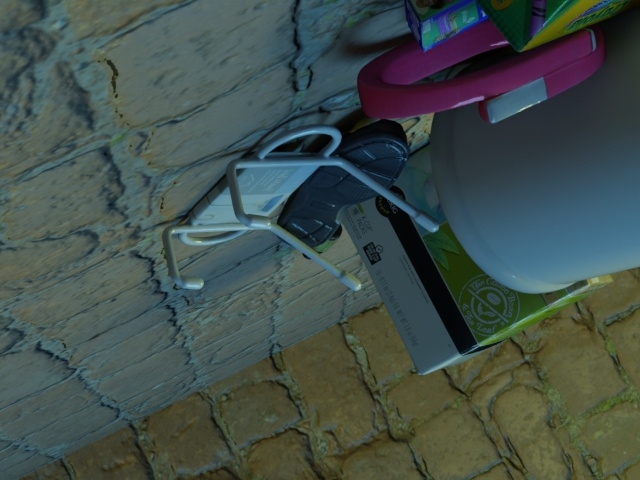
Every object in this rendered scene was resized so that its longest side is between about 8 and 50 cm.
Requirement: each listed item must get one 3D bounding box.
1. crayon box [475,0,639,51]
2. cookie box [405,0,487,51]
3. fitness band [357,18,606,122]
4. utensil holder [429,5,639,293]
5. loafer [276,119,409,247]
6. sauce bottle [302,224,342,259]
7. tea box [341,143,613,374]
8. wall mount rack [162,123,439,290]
[{"bbox_3d":[0.297,-0.299,1.231,0.278,0.081,0.165,-27,166,-44],"label":"crayon box"},{"bbox_3d":[0.147,-0.256,1.296,0.107,0.040,0.092,-28,167,1],"label":"cookie box"},{"bbox_3d":[0.178,-0.197,1.334,0.291,0.054,0.209,-25,-152,-25],"label":"fitness band"},{"bbox_3d":[0.382,-0.124,1.495,0.328,0.327,0.385,-18,-179,-39],"label":"utensil holder"},{"bbox_3d":[0.023,-0.096,1.692,0.109,0.095,0.302,19,145,-21],"label":"loafer"},{"bbox_3d":[0.000,0.000,2.162,0.042,0.042,0.128,-22,170,-26],"label":"sauce bottle"},{"bbox_3d":[0.256,0.004,2.019,0.324,0.329,0.220,-32,168,20],"label":"tea box"},{"bbox_3d":[-0.033,-0.022,1.627,0.304,0.130,0.350,-2,157,-34],"label":"wall mount rack"}]
